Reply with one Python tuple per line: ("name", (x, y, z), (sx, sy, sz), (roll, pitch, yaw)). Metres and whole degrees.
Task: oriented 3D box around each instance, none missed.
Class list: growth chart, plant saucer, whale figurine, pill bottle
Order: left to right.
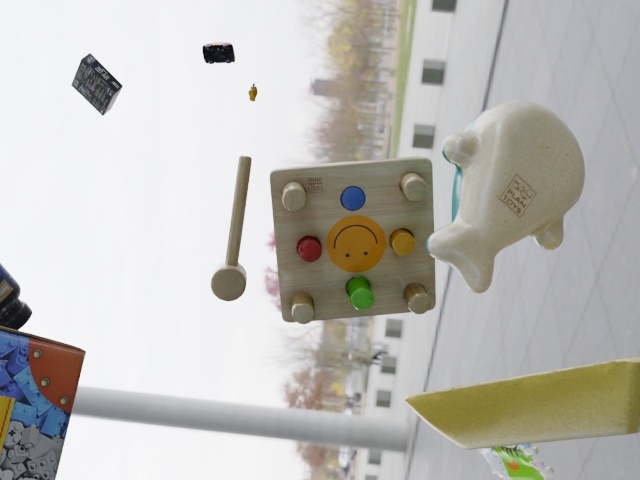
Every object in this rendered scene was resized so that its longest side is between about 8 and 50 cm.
("pill bottle", (-0.687, 0.091, 1.547), (0.219, 0.122, 0.123), (58, -159, -27))
("whale figurine", (0.232, -0.058, 1.036), (0.272, 0.216, 0.141), (-55, 14, -18))
("growth chart", (0.347, 0.398, 1.492), (0.021, 0.237, 0.172), (-38, -1, -33))
("plant saucer", (0.335, 0.204, 0.973), (0.332, 0.332, 0.081), (-22, 71, 45))

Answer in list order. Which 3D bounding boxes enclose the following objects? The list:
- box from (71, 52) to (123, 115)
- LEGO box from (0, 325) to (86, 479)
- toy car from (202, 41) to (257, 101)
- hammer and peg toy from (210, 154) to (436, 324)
("box", (-0.330, -0.228, 1.132), (0.018, 0.067, 0.083), (-50, 9, -31))
("LEGO box", (-0.481, 0.266, 0.763), (0.193, 0.500, 0.373), (25, -112, -42))
("toy car", (-0.157, -0.297, 1.345), (0.041, 0.060, 0.122), (-74, -37, -54))
("hammer and peg toy", (0.000, 0.000, 1.205), (0.127, 0.361, 0.266), (-101, 7, -73))
